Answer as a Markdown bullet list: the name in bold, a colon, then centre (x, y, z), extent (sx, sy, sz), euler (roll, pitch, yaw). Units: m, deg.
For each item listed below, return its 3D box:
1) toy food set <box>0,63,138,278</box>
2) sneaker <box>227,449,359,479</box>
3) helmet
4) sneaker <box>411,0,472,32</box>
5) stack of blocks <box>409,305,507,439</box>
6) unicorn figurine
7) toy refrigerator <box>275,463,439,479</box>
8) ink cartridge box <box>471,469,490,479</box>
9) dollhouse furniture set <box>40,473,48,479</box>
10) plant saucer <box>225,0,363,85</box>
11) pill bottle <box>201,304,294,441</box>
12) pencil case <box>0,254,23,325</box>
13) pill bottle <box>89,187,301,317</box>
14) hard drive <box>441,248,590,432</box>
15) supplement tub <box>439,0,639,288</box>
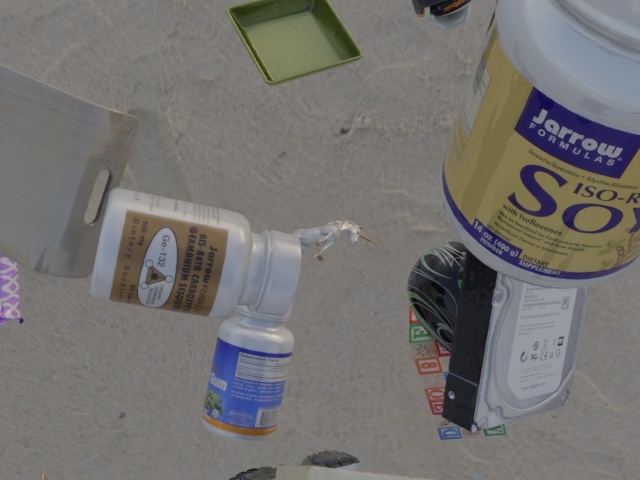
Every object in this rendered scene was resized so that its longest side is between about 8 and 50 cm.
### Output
- **toy food set**: centre (-0.400, -0.110, 0.888), extent (0.306, 0.092, 0.220), euler (23, 100, 14)
- **sneaker**: centre (-0.053, 0.473, 1.247), extent (0.297, 0.111, 0.130), euler (-3, 91, -28)
- **helmet**: centre (0.212, 0.079, 1.063), extent (0.169, 0.169, 0.162), euler (-24, 55, -16)
- **sneaker**: centre (0.172, -0.409, 0.991), extent (0.126, 0.321, 0.128), euler (-22, 79, 16)
- **stack of blocks**: centre (0.273, 0.237, 1.240), extent (0.171, 0.297, 0.087), euler (-8, 41, 15)
- **unicorn figurine**: centre (0.000, 0.000, 1.138), extent (0.161, 0.060, 0.111), euler (4, 28, 18)
- **toy refrigerator**: centre (0.014, 0.296, 0.461), extent (0.102, 0.094, 0.270), euler (12, 70, -15)
- **ink cartridge box**: centre (0.212, 0.406, 0.800), extent (0.066, 0.189, 0.233), euler (12, 80, -1)
- **dollhouse furniture set**: centre (-0.480, 0.547, 1.416), extent (0.151, 0.144, 0.123), euler (-11, 51, -14)
- **plant saucer**: centre (-0.049, -0.353, 1.216), extent (0.188, 0.045, 0.188), euler (-20, 66, -18)
- **pill bottle**: centre (-0.136, 0.240, 1.354), extent (0.152, 0.152, 0.272), euler (11, 92, -7)
- **pencil case**: centre (-0.611, 0.059, 1.289), extent (0.086, 0.088, 0.206), euler (-5, 91, -19)
- **pill bottle**: centre (-0.146, 0.023, 0.821), extent (0.229, 0.131, 0.131), euler (11, 73, -16)
- **hard drive**: centre (0.287, 0.078, 0.947), extent (0.236, 0.064, 0.339), euler (1, 100, -40)
- **supplement tub**: centre (0.261, -0.133, 0.654), extent (0.240, 0.331, 0.241), euler (3, 54, -4)
